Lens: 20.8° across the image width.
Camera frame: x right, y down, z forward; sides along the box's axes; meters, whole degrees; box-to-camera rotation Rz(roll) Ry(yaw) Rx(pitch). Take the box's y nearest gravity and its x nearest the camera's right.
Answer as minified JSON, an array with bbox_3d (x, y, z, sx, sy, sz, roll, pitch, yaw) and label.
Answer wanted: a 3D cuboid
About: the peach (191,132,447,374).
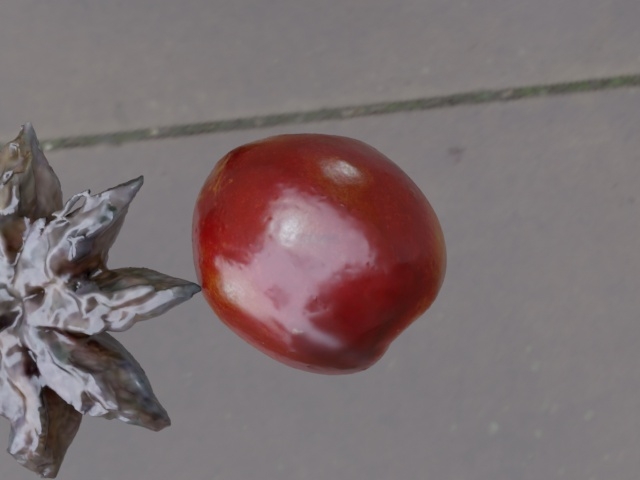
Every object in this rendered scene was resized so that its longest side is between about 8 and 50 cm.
[{"bbox_3d":[0.000,0.000,1.589,0.243,0.243,0.199,54,137,1],"label":"peach"}]

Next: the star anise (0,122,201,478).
[{"bbox_3d":[-0.266,0.063,1.587,0.332,0.117,0.331,5,101,24],"label":"star anise"}]
